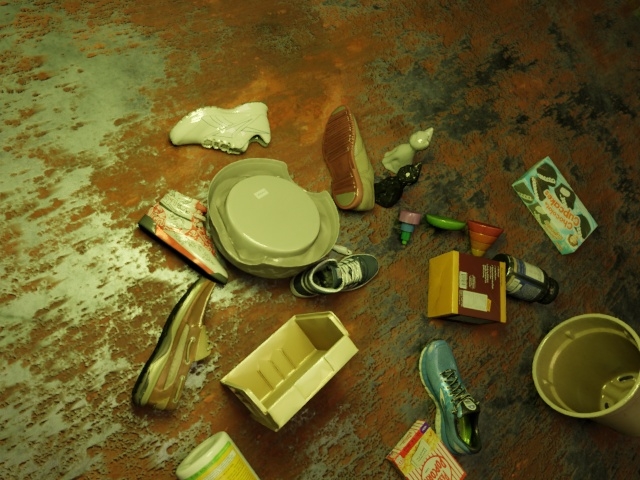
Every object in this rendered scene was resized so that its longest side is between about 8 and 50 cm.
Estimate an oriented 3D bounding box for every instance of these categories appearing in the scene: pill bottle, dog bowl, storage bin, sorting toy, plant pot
[{"bbox_3d":[-0.203,0.578,1.046,0.136,0.136,0.246,-36,90,-26],"label":"pill bottle"},{"bbox_3d":[-0.129,-0.055,1.205,0.348,0.102,0.349,13,50,-16],"label":"dog bowl"},{"bbox_3d":[-0.077,0.304,1.106,0.262,0.260,0.123,-38,95,-26],"label":"storage bin"},{"bbox_3d":[0.667,0.133,1.518,0.219,0.123,0.123,22,69,-15],"label":"pill bottle"},{"bbox_3d":[0.414,-0.011,1.489,0.365,0.127,0.126,7,103,-17],"label":"sorting toy"},{"bbox_3d":[0.907,0.451,1.443,0.305,0.333,0.334,36,65,-22],"label":"plant pot"}]

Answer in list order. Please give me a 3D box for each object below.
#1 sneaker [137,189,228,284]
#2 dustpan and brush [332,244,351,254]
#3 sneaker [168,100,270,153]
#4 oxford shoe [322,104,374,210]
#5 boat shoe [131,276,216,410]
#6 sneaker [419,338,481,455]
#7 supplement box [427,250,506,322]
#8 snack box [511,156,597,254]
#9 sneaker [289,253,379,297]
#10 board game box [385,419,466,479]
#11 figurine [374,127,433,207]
[{"bbox_3d":[-0.317,-0.015,1.189,0.270,0.090,0.145,38,68,-5],"label":"sneaker"},{"bbox_3d":[0.000,0.000,1.336,0.211,0.060,0.147,15,58,-11],"label":"dustpan and brush"},{"bbox_3d":[-0.268,-0.302,1.282,0.297,0.111,0.129,-17,88,-24],"label":"sneaker"},{"bbox_3d":[0.094,-0.249,1.422,0.130,0.123,0.348,12,68,-46],"label":"oxford shoe"},{"bbox_3d":[-0.327,0.250,1.107,0.119,0.122,0.324,29,75,-18],"label":"boat shoe"},{"bbox_3d":[0.388,0.442,1.311,0.129,0.147,0.330,-11,79,-24],"label":"sneaker"},{"bbox_3d":[0.452,0.152,1.424,0.194,0.129,0.191,13,71,-18],"label":"supplement box"},{"bbox_3d":[0.869,-0.130,1.703,0.187,0.060,0.322,-37,91,-25],"label":"snack box"},{"bbox_3d":[0.067,0.091,1.276,0.282,0.153,0.099,-14,82,-24],"label":"sneaker"},{"bbox_3d":[0.294,0.627,1.279,0.146,0.045,0.193,-39,92,-25],"label":"board game box"},{"bbox_3d":[0.260,-0.229,1.408,0.092,0.209,0.215,28,67,-13],"label":"figurine"}]
